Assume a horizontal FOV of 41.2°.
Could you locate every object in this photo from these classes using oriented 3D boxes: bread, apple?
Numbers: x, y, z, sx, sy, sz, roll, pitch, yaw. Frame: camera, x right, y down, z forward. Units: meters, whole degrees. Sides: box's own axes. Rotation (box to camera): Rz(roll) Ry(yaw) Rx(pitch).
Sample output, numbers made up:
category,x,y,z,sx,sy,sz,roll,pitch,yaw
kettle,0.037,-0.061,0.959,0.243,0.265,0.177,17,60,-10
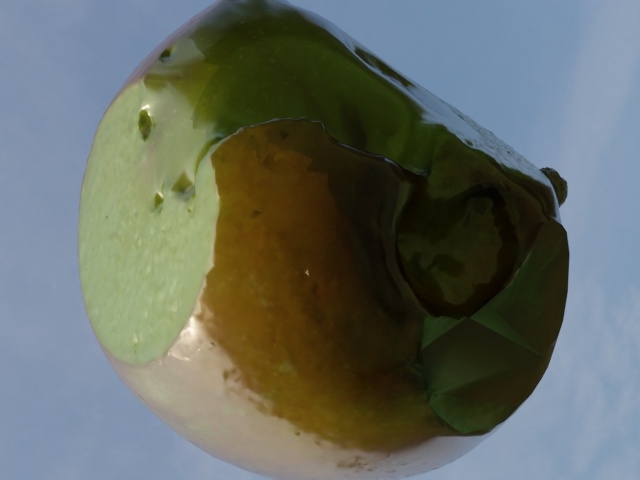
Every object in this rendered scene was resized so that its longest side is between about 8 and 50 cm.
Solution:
category,x,y,z,sx,sy,sz,roll,pitch,yaw
bread,0.232,-0.043,1.003,0.060,0.113,0.082,52,-133,-9
apple,0.000,0.000,0.656,0.374,0.374,0.384,-30,-66,-27
